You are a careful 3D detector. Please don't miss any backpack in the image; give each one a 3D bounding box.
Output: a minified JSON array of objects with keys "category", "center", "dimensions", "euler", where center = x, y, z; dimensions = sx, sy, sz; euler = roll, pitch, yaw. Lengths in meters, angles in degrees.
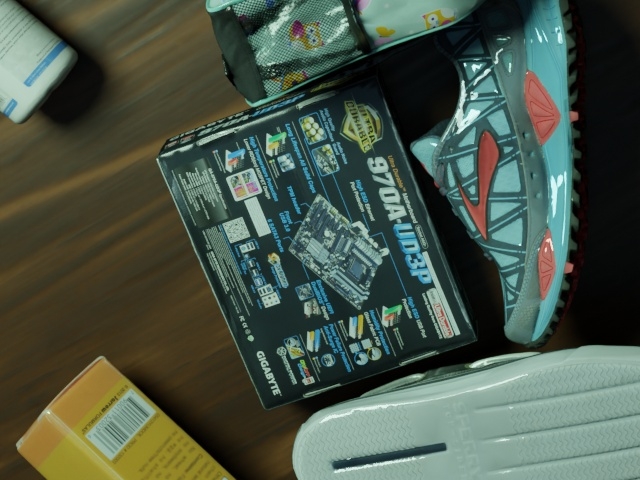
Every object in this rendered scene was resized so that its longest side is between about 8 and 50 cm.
[{"category":"backpack","center":[0.018,-0.191,1.048],"dimensions":[0.188,0.166,0.144],"euler":[-13,116,6]}]

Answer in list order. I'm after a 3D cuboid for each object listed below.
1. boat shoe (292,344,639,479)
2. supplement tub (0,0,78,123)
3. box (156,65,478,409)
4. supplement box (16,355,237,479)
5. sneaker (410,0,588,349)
[{"category":"boat shoe","center":[0.147,0.128,1.165],"dimensions":[0.335,0.119,0.121],"euler":[-5,104,13]},{"category":"supplement tub","center":[-0.237,-0.142,1.134],"dimensions":[0.107,0.071,0.071],"euler":[41,106,-8]},{"category":"box","center":[0.000,0.000,1.170],"dimensions":[0.175,0.051,0.220],"euler":[-20,105,10]},{"category":"supplement box","center":[-0.118,0.202,1.203],"dimensions":[0.233,0.080,0.078],"euler":[45,139,1]},{"category":"sneaker","center":[0.130,-0.052,1.132],"dimensions":[0.125,0.104,0.261],"euler":[1,101,16]}]
